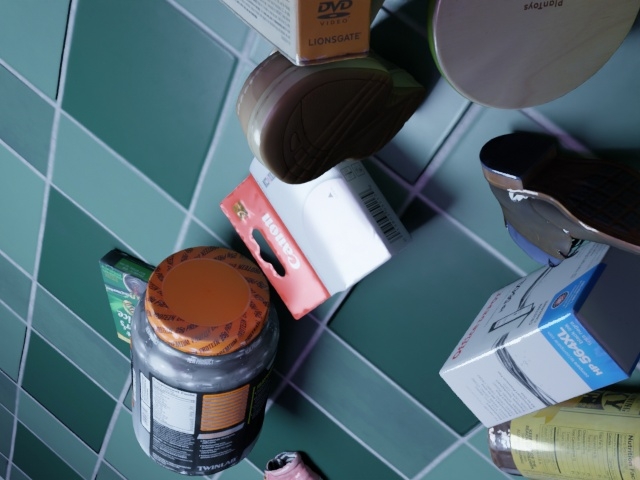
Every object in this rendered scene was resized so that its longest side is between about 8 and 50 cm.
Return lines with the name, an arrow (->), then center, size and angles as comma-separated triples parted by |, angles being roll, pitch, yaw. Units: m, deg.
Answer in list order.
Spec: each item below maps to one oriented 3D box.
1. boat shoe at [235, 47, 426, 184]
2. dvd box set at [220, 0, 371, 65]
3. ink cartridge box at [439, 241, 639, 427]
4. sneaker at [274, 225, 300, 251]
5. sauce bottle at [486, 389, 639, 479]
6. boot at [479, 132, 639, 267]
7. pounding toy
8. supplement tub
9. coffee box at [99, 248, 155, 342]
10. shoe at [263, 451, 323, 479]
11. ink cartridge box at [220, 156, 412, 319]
boat shoe -> -0.004, -0.130, 0.773 | 0.110, 0.341, 0.122 | 44, 106, 8
dvd box set -> -0.048, -0.371, 0.612 | 0.307, 0.062, 0.420 | -131, 34, -53
ink cartridge box -> 0.234, 0.090, 0.889 | 0.086, 0.148, 0.203 | 47, 141, -4
sneaker -> 0.000, 0.000, 1.092 | 0.152, 0.053, 0.061 | 24, 135, 24
sauce bottle -> 0.349, 0.217, 0.939 | 0.344, 0.111, 0.111 | -3, 123, 41
boot -> 0.246, -0.018, 0.826 | 0.219, 0.082, 0.106 | 37, 158, 43
pounding toy -> 0.134, -0.217, 0.710 | 0.183, 0.236, 0.110 | -60, 33, 27
supplement tub -> -0.170, 0.177, 1.279 | 0.207, 0.207, 0.338 | 31, 139, 16
coffee box -> -0.299, 0.110, 1.464 | 0.113, 0.040, 0.184 | 23, 137, 24
shoe -> -0.073, 0.415, 1.532 | 0.178, 0.063, 0.081 | -27, 104, 45
ink cartridge box -> -0.026, -0.017, 1.040 | 0.232, 0.066, 0.189 | -37, 84, 38
